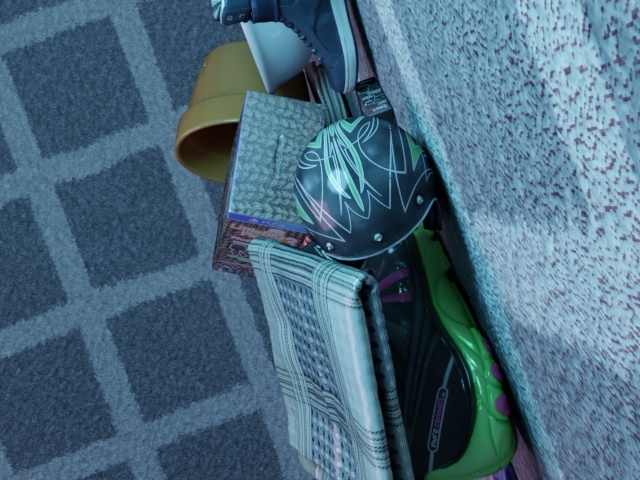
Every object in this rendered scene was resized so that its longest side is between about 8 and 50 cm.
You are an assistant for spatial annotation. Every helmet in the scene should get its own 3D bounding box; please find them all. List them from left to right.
[{"bbox_3d":[0.049,-0.052,1.069,0.161,0.169,0.169,39,-152,-64],"label":"helmet"}]

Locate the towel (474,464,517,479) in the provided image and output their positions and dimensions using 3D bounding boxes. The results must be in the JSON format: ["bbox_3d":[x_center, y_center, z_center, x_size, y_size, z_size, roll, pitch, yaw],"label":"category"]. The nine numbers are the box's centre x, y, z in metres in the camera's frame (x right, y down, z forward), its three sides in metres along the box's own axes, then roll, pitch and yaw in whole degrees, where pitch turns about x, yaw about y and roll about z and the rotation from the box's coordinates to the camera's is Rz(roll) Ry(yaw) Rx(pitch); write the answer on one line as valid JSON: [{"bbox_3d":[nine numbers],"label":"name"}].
[{"bbox_3d":[0.270,0.415,1.499,0.285,0.034,0.209,149,108,-83],"label":"towel"}]

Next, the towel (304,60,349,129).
[{"bbox_3d":[0.016,-0.256,1.914,0.282,0.049,0.187,-115,8,-83],"label":"towel"}]

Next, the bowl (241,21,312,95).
[{"bbox_3d":[-0.079,-0.408,1.692,0.298,0.134,0.298,160,90,-90],"label":"bowl"}]

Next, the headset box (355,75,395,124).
[{"bbox_3d":[0.073,-0.160,1.264,0.062,0.032,0.083,70,180,-45],"label":"headset box"}]

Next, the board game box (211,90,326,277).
[{"bbox_3d":[-0.096,-0.087,1.763,0.291,0.141,0.232,119,160,-65],"label":"board game box"}]

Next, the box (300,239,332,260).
[{"bbox_3d":[0.070,0.161,1.824,0.318,0.097,0.395,51,166,8],"label":"box"}]

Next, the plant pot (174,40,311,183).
[{"bbox_3d":[-0.136,-0.256,1.942,0.291,0.290,0.204,71,-162,-68],"label":"plant pot"}]

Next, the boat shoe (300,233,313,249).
[{"bbox_3d":[0.000,0.000,2.024,0.324,0.116,0.123,34,-174,18],"label":"boat shoe"}]

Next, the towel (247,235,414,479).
[{"bbox_3d":[0.004,0.167,1.122,0.312,0.056,0.324,18,123,63],"label":"towel"}]

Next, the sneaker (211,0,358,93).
[{"bbox_3d":[-0.044,-0.266,1.207,0.086,0.163,0.226,-113,6,-53],"label":"sneaker"}]

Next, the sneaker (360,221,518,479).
[{"bbox_3d":[0.079,0.098,1.253,0.483,0.202,0.185,-112,2,-48],"label":"sneaker"}]
